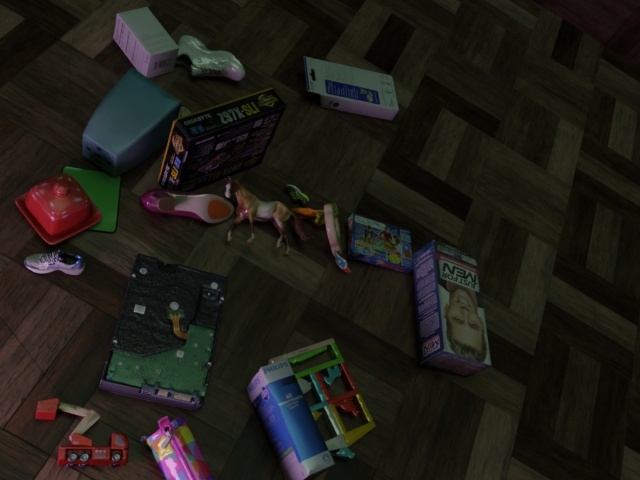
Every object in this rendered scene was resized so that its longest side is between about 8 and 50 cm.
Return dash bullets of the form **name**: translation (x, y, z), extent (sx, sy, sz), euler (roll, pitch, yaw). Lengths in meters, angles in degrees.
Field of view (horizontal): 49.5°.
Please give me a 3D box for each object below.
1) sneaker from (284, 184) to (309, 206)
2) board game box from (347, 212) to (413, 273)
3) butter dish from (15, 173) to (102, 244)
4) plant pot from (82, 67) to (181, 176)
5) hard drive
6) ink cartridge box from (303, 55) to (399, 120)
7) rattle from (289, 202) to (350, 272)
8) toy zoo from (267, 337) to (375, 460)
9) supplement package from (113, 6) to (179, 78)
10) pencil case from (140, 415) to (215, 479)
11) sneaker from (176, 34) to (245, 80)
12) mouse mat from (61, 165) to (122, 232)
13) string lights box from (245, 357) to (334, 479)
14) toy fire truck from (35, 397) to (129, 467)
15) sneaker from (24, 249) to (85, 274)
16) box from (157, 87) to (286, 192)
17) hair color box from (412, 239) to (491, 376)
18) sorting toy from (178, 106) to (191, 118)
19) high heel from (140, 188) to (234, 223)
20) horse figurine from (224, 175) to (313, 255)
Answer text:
- **sneaker**: translation (-0.072, -0.131, 2.011), extent (0.083, 0.031, 0.035), euler (33, 52, -2)
- **board game box**: translation (0.174, 0.008, 2.015), extent (0.201, 0.035, 0.136), euler (17, 53, -22)
- **butter dish**: translation (-0.628, -0.099, 1.675), extent (0.160, 0.118, 0.160), euler (-34, 76, -36)
- **plant pot**: translation (-0.515, -0.298, 1.843), extent (0.165, 0.165, 0.234), euler (35, 58, 1)
- **hard drive**: translation (-0.361, 0.212, 1.635), extent (0.236, 0.064, 0.339), euler (15, 53, -15)
- **ink cartridge box**: translation (0.093, -0.506, 2.314), extent (0.332, 0.065, 0.165), euler (9, 56, -21)
- **rattle**: translation (0.000, 0.000, 1.943), extent (0.142, 0.130, 0.200), euler (-8, 93, -9)
- **toy zoo**: translation (0.011, 0.399, 1.702), extent (0.192, 0.030, 0.293), euler (-14, 66, -31)
- **supplement package**: translation (-0.519, -0.587, 2.061), extent (0.105, 0.105, 0.179), euler (-28, 74, -35)
- **pencil case**: translation (-0.282, 0.490, 1.467), extent (0.104, 0.104, 0.236), euler (-24, 72, -34)
- **sneaker**: translation (-0.347, -0.532, 2.126), extent (0.232, 0.090, 0.115), euler (22, 59, 1)
- **mouse mat**: translation (-0.592, -0.106, 1.775), extent (0.152, 0.007, 0.190), euler (8, 57, -20)
- **string lights box**: translation (-0.075, 0.419, 1.584), extent (0.076, 0.133, 0.260), euler (-14, 66, -30)
- **toy fire truck**: translation (-0.499, 0.404, 1.457), extent (0.192, 0.047, 0.135), euler (7, 55, -21)
- **sneaker**: translation (-0.623, 0.044, 1.629), extent (0.135, 0.058, 0.052), euler (3, 58, -22)
- **box**: translation (-0.265, -0.262, 1.867), extent (0.322, 0.257, 0.079), euler (-28, 73, -35)
- **hair color box**: translation (0.363, 0.187, 1.935), extent (0.173, 0.105, 0.347), euler (20, 52, -26)
- **sorting toy**: translation (-0.379, -0.331, 2.001), extent (0.075, 0.045, 0.083), euler (19, 52, -22)
- **high heel**: translation (-0.355, -0.096, 1.854), extent (0.244, 0.117, 0.082), euler (-2, 104, -39)
- **horse figurine**: translation (-0.150, -0.059, 1.896), extent (0.263, 0.066, 0.175), euler (13, 61, -22)
